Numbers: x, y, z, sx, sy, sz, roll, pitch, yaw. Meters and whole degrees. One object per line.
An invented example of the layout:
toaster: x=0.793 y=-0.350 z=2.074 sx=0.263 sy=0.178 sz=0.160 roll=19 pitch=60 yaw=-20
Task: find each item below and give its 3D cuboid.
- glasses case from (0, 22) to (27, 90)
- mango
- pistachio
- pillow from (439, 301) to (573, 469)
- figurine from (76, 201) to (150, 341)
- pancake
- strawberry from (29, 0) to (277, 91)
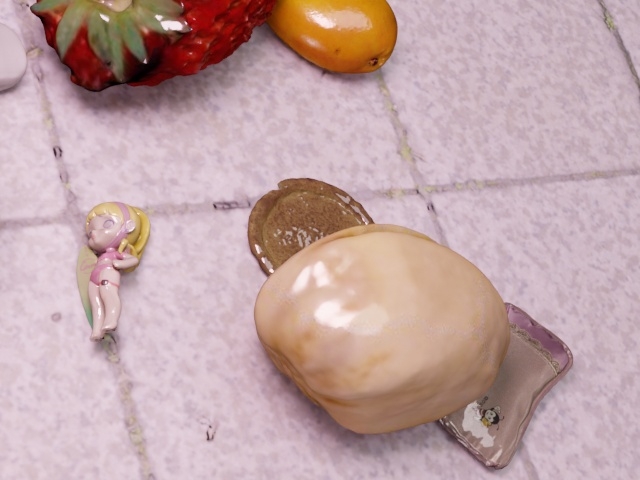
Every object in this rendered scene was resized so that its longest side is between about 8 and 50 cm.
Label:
glasses case: x=-0.453 y=-0.203 z=1.462 sx=0.233 sy=0.059 sz=0.092 roll=-17 pitch=71 yaw=-34
mango: x=0.003 y=-0.312 z=1.750 sx=0.219 sy=0.112 sz=0.145 roll=28 pitch=53 yaw=3
pistachio: x=0.067 y=0.101 z=1.472 sx=0.321 sy=0.238 sz=0.229 roll=13 pitch=15 yaw=-33
pillow: x=0.235 y=0.181 z=1.632 sx=0.130 sy=0.038 sz=0.233 roll=41 pitch=54 yaw=2
figurine: x=-0.235 y=0.032 z=1.445 sx=0.083 sy=0.083 sz=0.187 roll=14 pitch=51 yaw=-21
pancake: x=-0.001 y=0.001 z=1.618 sx=0.199 sy=0.021 sz=0.199 roll=14 pitch=56 yaw=-22
strawberry: x=-0.193 y=-0.338 z=1.560 sx=0.292 sy=0.292 sz=0.310 roll=37 pitch=26 yaw=-5
